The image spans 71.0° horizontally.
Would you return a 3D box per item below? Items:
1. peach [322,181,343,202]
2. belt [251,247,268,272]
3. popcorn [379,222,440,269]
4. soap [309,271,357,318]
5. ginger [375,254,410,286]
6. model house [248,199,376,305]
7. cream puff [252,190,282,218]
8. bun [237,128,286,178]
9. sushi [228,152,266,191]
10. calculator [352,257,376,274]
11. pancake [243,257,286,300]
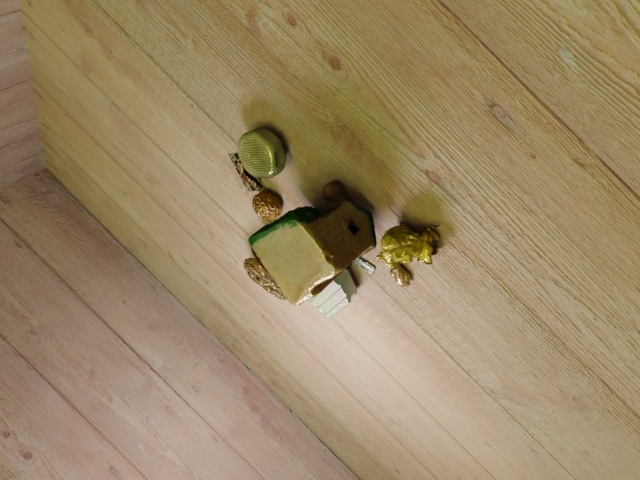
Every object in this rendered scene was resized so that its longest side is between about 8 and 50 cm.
[{"bbox_3d":[0.044,-0.183,1.689,0.083,0.083,0.083,26,140,24],"label":"peach"},{"bbox_3d":[-0.200,0.065,2.082,0.261,0.184,0.105,45,169,16],"label":"belt"},{"bbox_3d":[0.307,0.018,1.563,0.195,0.168,0.173,9,95,25],"label":"popcorn"},{"bbox_3d":[0.053,0.229,2.033,0.173,0.095,0.289,42,145,2],"label":"soap"},{"bbox_3d":[0.295,0.113,1.768,0.173,0.051,0.069,52,139,-1],"label":"ginger"},{"bbox_3d":[0.000,0.000,1.711,0.334,0.342,0.382,56,141,-2],"label":"model house"},{"bbox_3d":[-0.242,-0.152,1.980,0.144,0.103,0.126,37,145,21],"label":"cream puff"},{"bbox_3d":[-0.222,-0.344,1.770,0.221,0.108,0.221,26,134,31],"label":"bun"},{"bbox_3d":[-0.336,-0.298,1.990,0.139,0.031,0.201,1,126,45],"label":"sushi"},{"bbox_3d":[0.156,0.084,1.899,0.172,0.018,0.057,34,145,12],"label":"calculator"},{"bbox_3d":[-0.241,0.211,2.296,0.382,0.071,0.382,31,161,12],"label":"pancake"}]
